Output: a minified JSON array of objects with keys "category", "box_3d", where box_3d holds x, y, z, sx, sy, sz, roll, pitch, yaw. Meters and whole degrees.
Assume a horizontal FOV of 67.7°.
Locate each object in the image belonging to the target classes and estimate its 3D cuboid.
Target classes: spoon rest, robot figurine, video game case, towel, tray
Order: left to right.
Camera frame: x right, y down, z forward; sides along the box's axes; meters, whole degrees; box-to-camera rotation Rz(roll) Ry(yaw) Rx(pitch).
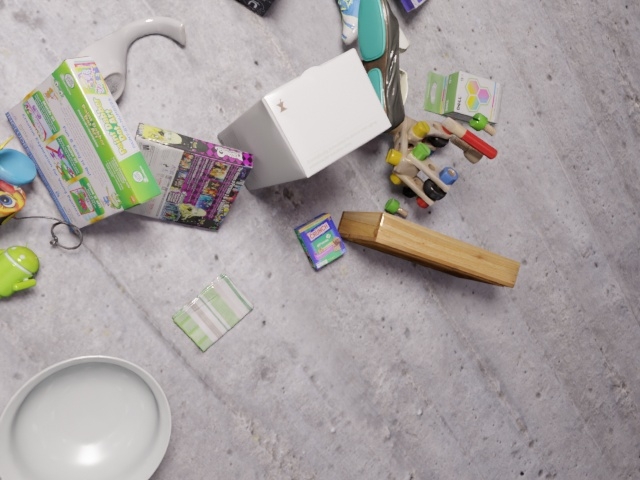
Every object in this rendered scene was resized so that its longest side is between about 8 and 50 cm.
[{"category":"robot figurine","box_3d":[-0.580,0.058,0.890,0.101,0.067,0.115,41,76,10]},{"category":"spoon rest","box_3d":[-0.388,-0.352,0.930,0.084,0.137,0.276,37,64,8]},{"category":"video game case","box_3d":[-0.269,-0.113,0.937,0.210,0.232,0.041,12,54,-23]},{"category":"towel","box_3d":[-0.237,0.161,1.071,0.152,0.023,0.113,-42,108,-15]},{"category":"tray","box_3d":[0.264,0.024,1.183,0.411,0.203,0.076,17,87,-23]}]

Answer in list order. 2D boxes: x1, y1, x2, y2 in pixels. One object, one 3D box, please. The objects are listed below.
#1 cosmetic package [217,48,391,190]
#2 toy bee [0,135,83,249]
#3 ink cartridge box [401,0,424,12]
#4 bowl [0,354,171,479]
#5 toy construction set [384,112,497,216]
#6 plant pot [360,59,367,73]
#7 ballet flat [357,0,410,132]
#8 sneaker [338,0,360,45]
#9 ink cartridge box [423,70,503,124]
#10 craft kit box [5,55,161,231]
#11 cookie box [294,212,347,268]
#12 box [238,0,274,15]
[{"category":"cosmetic package","box_3d":[-0.055,-0.217,0.939,0.197,0.365,0.155,-33,106,-17]},{"category":"toy bee","box_3d":[-0.565,-0.097,0.818,0.298,0.162,0.195,34,113,-3]},{"category":"ink cartridge box","box_3d":[0.185,-0.655,1.136,0.206,0.045,0.208,54,39,-18]},{"category":"bowl","box_3d":[-0.450,0.353,0.931,0.298,0.134,0.297,-2,94,-24]},{"category":"toy construction set","box_3d":[0.222,-0.234,1.110,0.237,0.309,0.257,29,74,-18]},{"category":"plant pot","box_3d":[0.053,-0.328,1.088,0.167,0.165,0.166,-1,93,-24]},{"category":"ballet flat","box_3d":[0.133,-0.367,0.988,0.096,0.095,0.280,-14,109,-32]},{"category":"sneaker","box_3d":[0.059,-0.578,1.123,0.126,0.091,0.240,19,73,-14]},{"category":"ink cartridge box","box_3d":[0.387,-0.386,1.286,0.209,0.062,0.108,8,91,-23]},{"category":"craft kit box","box_3d":[-0.428,-0.158,0.853,0.061,0.247,0.249,-39,111,-48]},{"category":"cookie box","box_3d":[0.000,0.000,1.154,0.092,0.040,0.107,-30,104,-18]},{"category":"box","box_3d":[-0.128,-0.641,1.002,0.163,0.142,0.247,23,83,-22]}]
